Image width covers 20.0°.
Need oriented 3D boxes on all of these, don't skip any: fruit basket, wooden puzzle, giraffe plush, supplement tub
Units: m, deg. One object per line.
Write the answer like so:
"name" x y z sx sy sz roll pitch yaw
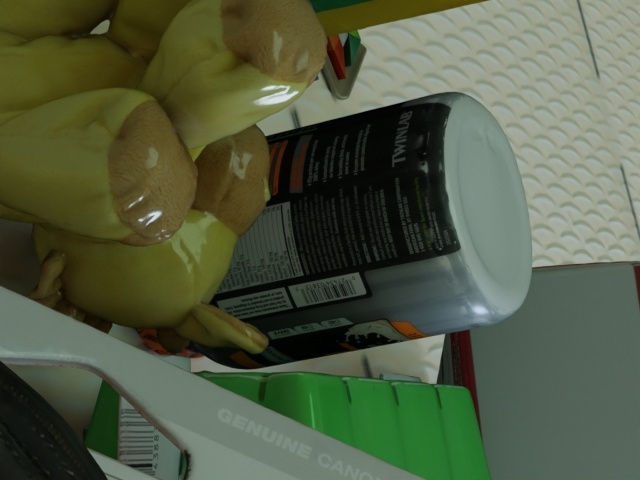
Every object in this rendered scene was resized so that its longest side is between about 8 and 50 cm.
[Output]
"fruit basket" -0.026 0.233 0.845 0.327 0.165 0.353 11 85 -63
"wooden puzzle" 0.010 -0.140 1.201 0.078 0.014 0.116 58 32 -36
"giraffe plush" -0.082 -0.028 0.768 0.170 0.210 0.181 55 5 -49
"supplement tub" 0.000 0.000 0.907 0.117 0.190 0.117 36 48 -54

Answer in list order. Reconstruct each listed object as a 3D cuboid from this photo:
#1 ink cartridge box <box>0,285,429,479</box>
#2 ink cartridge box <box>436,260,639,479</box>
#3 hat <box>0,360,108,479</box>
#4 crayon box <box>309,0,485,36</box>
"ink cartridge box" -0.107 0.139 0.584 0.296 0.066 0.261 26 40 -15
"ink cartridge box" 0.137 0.146 1.094 0.273 0.114 0.197 88 -3 -73
"hat" -0.143 0.086 0.453 0.331 0.134 0.331 21 42 -20
"crayon box" -0.015 -0.209 0.825 0.363 0.313 0.106 27 58 -59
